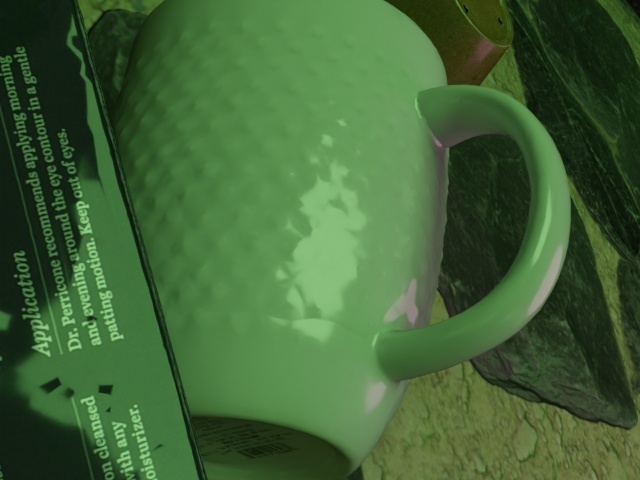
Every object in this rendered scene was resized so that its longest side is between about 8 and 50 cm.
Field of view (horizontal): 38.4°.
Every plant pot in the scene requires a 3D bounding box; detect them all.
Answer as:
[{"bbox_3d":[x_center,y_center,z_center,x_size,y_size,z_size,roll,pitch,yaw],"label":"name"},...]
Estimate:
[{"bbox_3d":[0.072,-0.197,0.999,0.237,0.254,0.237,29,46,-35],"label":"plant pot"}]

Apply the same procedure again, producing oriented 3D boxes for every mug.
[{"bbox_3d":[0.000,0.000,0.691,0.276,0.374,0.328,45,42,-47],"label":"mug"}]

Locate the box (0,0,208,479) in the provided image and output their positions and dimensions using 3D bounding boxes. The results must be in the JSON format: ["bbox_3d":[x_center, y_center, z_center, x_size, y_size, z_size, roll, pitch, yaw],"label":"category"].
[{"bbox_3d":[-0.229,0.096,0.399,0.312,0.179,0.343,-12,80,-24],"label":"box"}]
